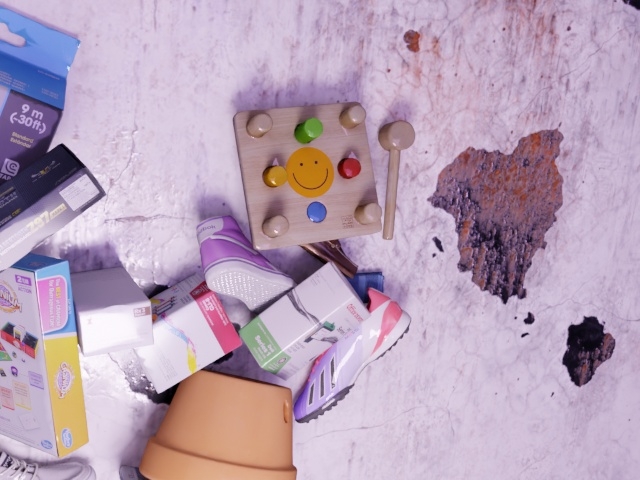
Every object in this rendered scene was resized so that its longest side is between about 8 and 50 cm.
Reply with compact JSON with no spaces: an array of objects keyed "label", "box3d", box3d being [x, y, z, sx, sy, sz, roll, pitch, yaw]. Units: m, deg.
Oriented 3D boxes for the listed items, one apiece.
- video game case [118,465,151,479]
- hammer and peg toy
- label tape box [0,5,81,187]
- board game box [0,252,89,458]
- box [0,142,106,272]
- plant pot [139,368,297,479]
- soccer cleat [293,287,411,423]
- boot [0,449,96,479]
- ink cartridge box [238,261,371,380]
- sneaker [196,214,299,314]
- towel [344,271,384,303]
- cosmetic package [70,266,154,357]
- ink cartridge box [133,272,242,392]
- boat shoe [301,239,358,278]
[{"label":"video game case","box3d":[-0.271,0.455,1.511,0.201,0.183,0.023,12,81,-14]},{"label":"hammer and peg toy","box3d":[0.030,-0.123,1.501,0.362,0.127,0.265,-7,87,-21]},{"label":"label tape box","box3d":[-0.552,-0.203,1.275,0.249,0.115,0.347,21,96,-27]},{"label":"board game box","box3d":[-0.499,0.174,1.329,0.064,0.242,0.316,-23,116,-53]},{"label":"box","box3d":[-0.446,-0.042,1.202,0.233,0.183,0.059,-38,120,-12]},{"label":"plant pot","box3d":[-0.171,0.355,1.507,0.291,0.291,0.203,16,81,-26]},{"label":"soccer cleat","box3d":[0.041,0.236,1.653,0.116,0.108,0.318,44,94,-6]},{"label":"boot","box3d":[-0.543,0.430,1.451,0.258,0.095,0.123,-17,116,-17]},{"label":"ink cartridge box","box3d":[-0.025,0.157,1.547,0.219,0.092,0.160,-37,156,1]},{"label":"sneaker","box3d":[-0.133,0.037,1.525,0.102,0.161,0.282,-31,149,12]},{"label":"towel","box3d":[0.074,0.099,1.669,0.120,0.029,0.067,-3,105,-23]},{"label":"cosmetic package","box3d":[-0.365,0.115,1.371,0.117,0.231,0.085,-8,107,-21]},{"label":"ink cartridge box","box3d":[-0.262,0.167,1.486,0.176,0.128,0.127,-30,113,-14]},{"label":"boat shoe","box3d":[0.000,0.000,1.585,0.207,0.073,0.073,35,82,-25]}]
